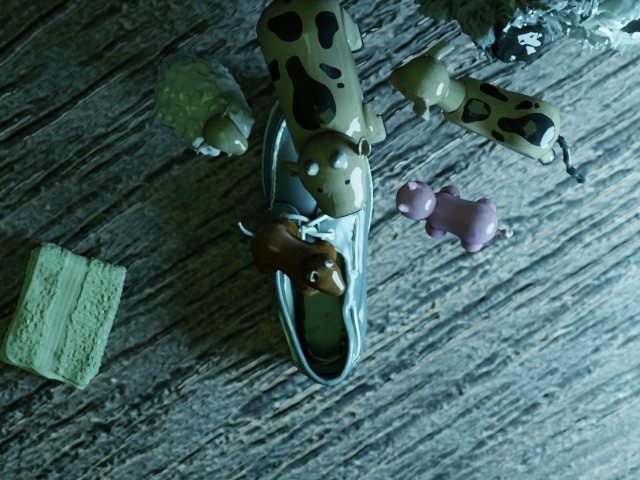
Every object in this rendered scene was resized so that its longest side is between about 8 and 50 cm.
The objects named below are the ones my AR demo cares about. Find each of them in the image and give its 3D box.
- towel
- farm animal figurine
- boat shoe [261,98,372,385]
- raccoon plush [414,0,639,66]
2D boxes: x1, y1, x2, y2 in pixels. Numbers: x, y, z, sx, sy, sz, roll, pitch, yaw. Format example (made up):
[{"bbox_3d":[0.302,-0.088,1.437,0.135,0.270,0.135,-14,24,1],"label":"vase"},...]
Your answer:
[{"bbox_3d":[-0.274,0.081,1.754,0.110,0.027,0.148,18,105,-10],"label":"towel"},{"bbox_3d":[0.036,-0.110,1.565,0.330,0.172,0.326,-33,79,7],"label":"farm animal figurine"},{"bbox_3d":[0.000,0.000,1.711,0.116,0.099,0.319,-3,106,0],"label":"boat shoe"},{"bbox_3d":[0.178,-0.342,1.617,0.446,0.299,0.216,43,114,19],"label":"raccoon plush"}]
